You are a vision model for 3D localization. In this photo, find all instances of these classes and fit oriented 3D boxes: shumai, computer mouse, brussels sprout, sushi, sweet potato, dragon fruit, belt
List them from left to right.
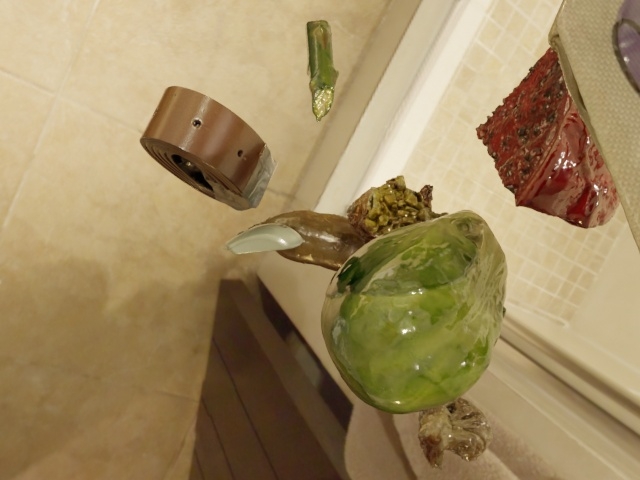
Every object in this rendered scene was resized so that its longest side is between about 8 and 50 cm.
[{"bbox_3d":[-0.208,-0.169,1.108,0.122,0.217,0.338,-67,163,-10],"label":"belt"},{"bbox_3d":[-0.130,-0.006,1.237,0.182,0.089,0.056,-7,98,10],"label":"computer mouse"},{"bbox_3d":[0.000,0.000,1.456,0.370,0.158,0.157,15,102,-10],"label":"sweet potato"},{"bbox_3d":[0.178,-0.063,1.278,0.296,0.166,0.179,5,142,-48],"label":"sushi"},{"bbox_3d":[0.126,0.084,0.723,0.271,0.219,0.210,-40,90,-12],"label":"brussels sprout"},{"bbox_3d":[0.338,0.509,1.494,0.176,0.206,0.166,-10,122,-59],"label":"shumai"},{"bbox_3d":[0.414,-0.163,0.948,0.330,0.240,0.302,22,95,-40],"label":"dragon fruit"}]

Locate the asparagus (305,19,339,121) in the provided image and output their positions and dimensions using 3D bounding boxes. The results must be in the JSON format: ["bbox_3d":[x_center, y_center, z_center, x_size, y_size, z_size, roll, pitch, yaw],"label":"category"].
[{"bbox_3d":[0.000,-0.456,1.463,0.085,0.342,0.082,-28,140,35],"label":"asparagus"}]

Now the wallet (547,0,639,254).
[{"bbox_3d":[0.321,-0.121,0.356,0.335,0.068,0.274,-30,77,4],"label":"wallet"}]
